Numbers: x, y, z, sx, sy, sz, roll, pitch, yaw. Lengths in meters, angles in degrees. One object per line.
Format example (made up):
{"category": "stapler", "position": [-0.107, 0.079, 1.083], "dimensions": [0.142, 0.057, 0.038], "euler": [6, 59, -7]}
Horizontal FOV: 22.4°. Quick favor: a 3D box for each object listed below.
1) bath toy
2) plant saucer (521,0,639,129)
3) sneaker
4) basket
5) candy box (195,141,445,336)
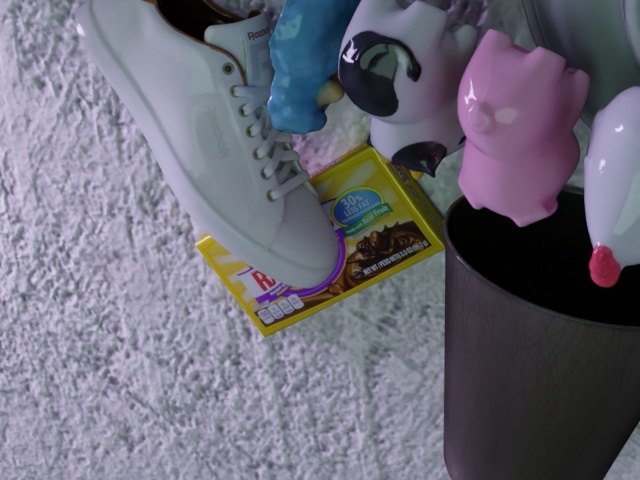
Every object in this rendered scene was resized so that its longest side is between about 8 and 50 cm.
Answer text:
{"category": "bath toy", "position": [0.117, -0.074, 1.108], "dimensions": [0.348, 0.151, 0.129], "euler": [26, 94, 34]}
{"category": "plant saucer", "position": [0.311, -0.166, 1.042], "dimensions": [0.401, 0.100, 0.400], "euler": [11, 123, 18]}
{"category": "sneaker", "position": [-0.065, -0.097, 1.239], "dimensions": [0.123, 0.106, 0.290], "euler": [-37, 92, 33]}
{"category": "basket", "position": [0.174, 0.094, 1.240], "dimensions": [0.204, 0.154, 0.226], "euler": [18, 129, 9]}
{"category": "candy box", "position": [0.000, 0.000, 1.333], "dimensions": [0.206, 0.027, 0.105], "euler": [-28, 102, 35]}
